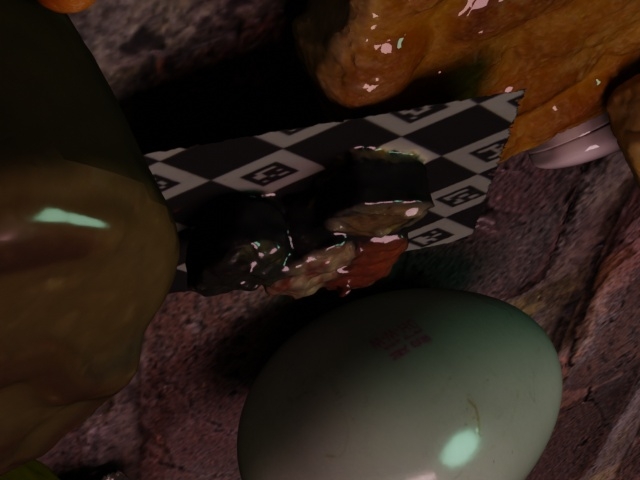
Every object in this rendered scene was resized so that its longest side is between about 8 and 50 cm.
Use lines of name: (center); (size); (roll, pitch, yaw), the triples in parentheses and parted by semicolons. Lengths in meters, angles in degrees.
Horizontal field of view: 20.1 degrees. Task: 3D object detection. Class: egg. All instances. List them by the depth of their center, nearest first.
egg: (0.061, 0.125, 1.272); (0.264, 0.183, 0.183); (-21, 153, -36)

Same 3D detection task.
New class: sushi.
sushi: (0.000, 0.000, 1.026); (0.219, 0.047, 0.231); (-10, 161, -6)

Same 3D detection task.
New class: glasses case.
glasses case: (0.218, -0.097, 1.180); (0.193, 0.049, 0.074); (-29, -174, -23)

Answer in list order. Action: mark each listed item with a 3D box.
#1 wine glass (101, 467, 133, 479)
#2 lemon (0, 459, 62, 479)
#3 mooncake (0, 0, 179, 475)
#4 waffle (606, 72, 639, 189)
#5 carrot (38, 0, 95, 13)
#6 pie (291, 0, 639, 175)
wine glass: (-0.183, 0.264, 1.326); (0.111, 0.111, 0.204); (-4, 142, -45)
lemon: (-0.260, 0.257, 1.014); (0.336, 0.336, 0.336); (-26, 154, -14)
mooncake: (-0.206, 0.022, 0.830); (0.284, 0.155, 0.284); (-26, 156, -13)
waffle: (0.289, -0.036, 1.143); (0.168, 0.057, 0.274); (-22, 146, 10)
carrot: (-0.078, -0.171, 0.764); (0.037, 0.037, 0.190); (-6, 143, -43)
pie: (0.133, -0.158, 0.978); (0.339, 0.083, 0.339); (-28, 156, -14)
